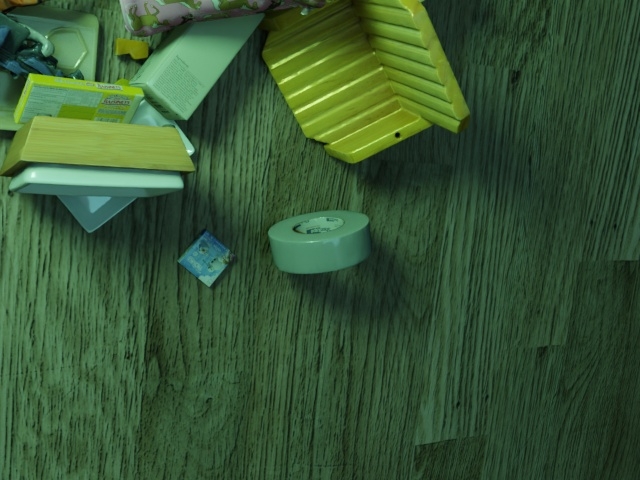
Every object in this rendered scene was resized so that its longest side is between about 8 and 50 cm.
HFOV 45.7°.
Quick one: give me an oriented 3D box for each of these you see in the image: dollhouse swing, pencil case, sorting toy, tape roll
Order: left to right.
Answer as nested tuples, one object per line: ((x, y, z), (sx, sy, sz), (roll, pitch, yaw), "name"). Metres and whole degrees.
((-0.478, -0.311, 1.407), (0.307, 0.041, 0.229), (1, 99, -31), "sorting toy")
((-0.168, -0.464, 1.337), (0.386, 0.160, 0.167), (-8, 93, 2), "pencil case")
((0.000, 0.000, 1.632), (0.219, 0.219, 0.072), (-16, 109, -24), "tape roll")
((0.074, -0.312, 1.484), (0.315, 0.305, 0.347), (-26, 118, 8), "dollhouse swing")

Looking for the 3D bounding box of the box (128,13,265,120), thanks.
((-0.237, -0.370, 1.468), (0.113, 0.094, 0.275), (44, 73, -32), "box")

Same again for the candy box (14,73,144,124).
((-0.431, -0.242, 1.362), (0.205, 0.027, 0.105), (0, 143, -40), "candy box")

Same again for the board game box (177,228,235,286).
((-0.243, 0.037, 1.624), (0.090, 0.020, 0.090), (43, 82, -29), "board game box")

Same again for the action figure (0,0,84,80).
((-0.523, -0.381, 1.286), (0.330, 0.178, 0.341), (-53, 150, -4), "action figure")

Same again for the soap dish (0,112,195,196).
((-0.398, -0.144, 1.346), (0.290, 0.229, 0.118), (1, 88, -30), "soap dish")

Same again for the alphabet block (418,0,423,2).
((0.136, -0.588, 1.584), (0.193, 0.192, 0.197), (-38, 116, -14), "alphabet block")

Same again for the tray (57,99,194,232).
((-0.393, -0.153, 1.492), (0.270, 0.030, 0.145), (-41, 118, -14), "tray")
